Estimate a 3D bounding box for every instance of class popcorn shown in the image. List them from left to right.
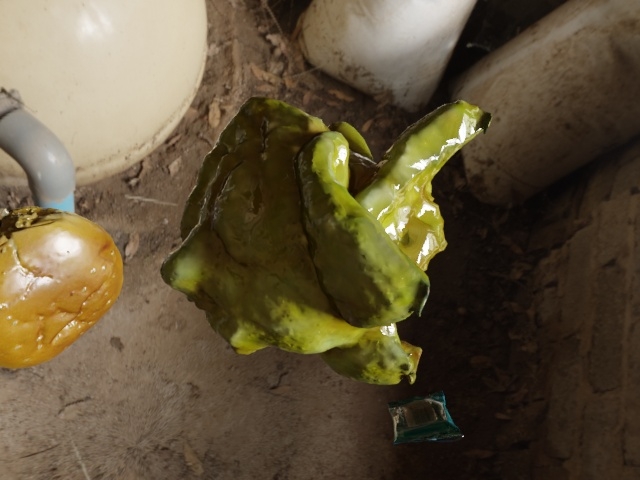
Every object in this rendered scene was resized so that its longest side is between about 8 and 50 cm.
[{"bbox_3d":[-0.002,-0.011,0.576,0.290,0.325,0.321,12,108,-12],"label":"popcorn"}]

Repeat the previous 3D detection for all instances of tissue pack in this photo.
[{"bbox_3d":[0.133,0.235,0.737,0.085,0.138,0.028,-12,92,5],"label":"tissue pack"}]

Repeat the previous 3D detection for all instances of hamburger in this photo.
[{"bbox_3d":[-0.491,0.075,0.972,0.170,0.314,0.290,34,74,22],"label":"hamburger"}]
